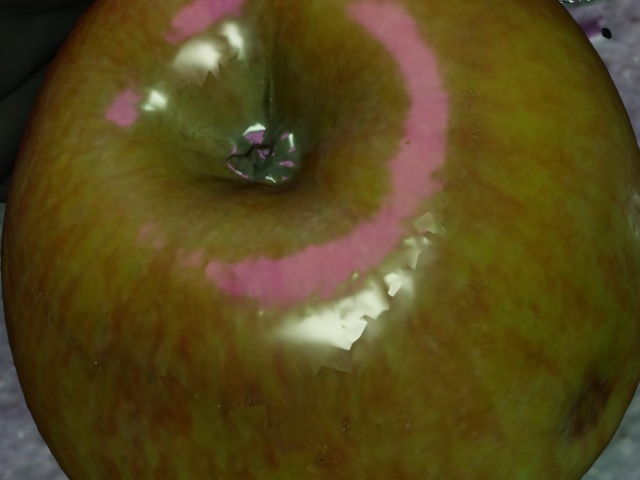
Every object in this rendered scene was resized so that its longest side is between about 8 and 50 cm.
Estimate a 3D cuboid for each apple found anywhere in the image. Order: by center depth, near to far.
[{"bbox_3d":[0.000,0.000,0.755,0.264,0.264,0.264,-6,55,8],"label":"apple"}]

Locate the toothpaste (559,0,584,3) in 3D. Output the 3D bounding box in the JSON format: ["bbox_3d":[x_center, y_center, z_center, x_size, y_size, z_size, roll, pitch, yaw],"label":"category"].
[{"bbox_3d":[0.186,-0.150,0.944,0.196,0.047,0.040,-5,40,9],"label":"toothpaste"}]

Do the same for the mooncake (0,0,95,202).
[{"bbox_3d":[-0.128,-0.144,0.853,0.306,0.306,0.154,-40,77,-16],"label":"mooncake"}]
